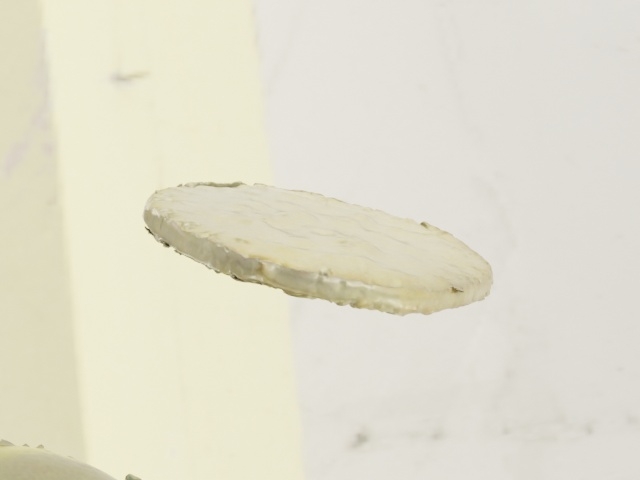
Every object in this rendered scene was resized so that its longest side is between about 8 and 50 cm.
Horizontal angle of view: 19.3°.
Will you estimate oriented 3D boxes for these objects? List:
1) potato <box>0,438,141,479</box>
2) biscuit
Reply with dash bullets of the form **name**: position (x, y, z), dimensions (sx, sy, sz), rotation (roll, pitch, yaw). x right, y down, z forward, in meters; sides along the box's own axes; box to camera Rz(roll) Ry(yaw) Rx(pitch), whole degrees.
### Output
- **potato**: position (-0.136, 0.274, 1.031), dimensions (0.359, 0.269, 0.219), rotation (38, -33, 5)
- **biscuit**: position (0.000, 0.000, 0.766), dimensions (0.152, 0.152, 0.020), rotation (21, -74, 35)
